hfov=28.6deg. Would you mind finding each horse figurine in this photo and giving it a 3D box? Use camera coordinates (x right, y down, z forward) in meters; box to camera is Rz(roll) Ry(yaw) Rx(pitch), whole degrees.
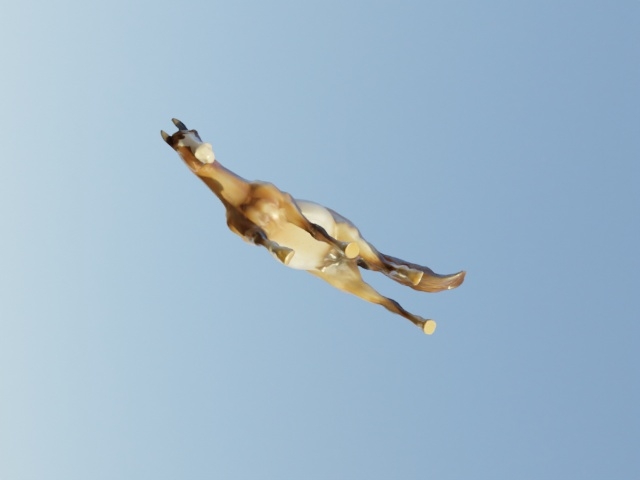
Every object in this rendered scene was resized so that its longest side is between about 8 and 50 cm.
[{"bbox_3d":[0.000,0.000,1.022,0.174,0.263,0.066,33,-84,48],"label":"horse figurine"}]
